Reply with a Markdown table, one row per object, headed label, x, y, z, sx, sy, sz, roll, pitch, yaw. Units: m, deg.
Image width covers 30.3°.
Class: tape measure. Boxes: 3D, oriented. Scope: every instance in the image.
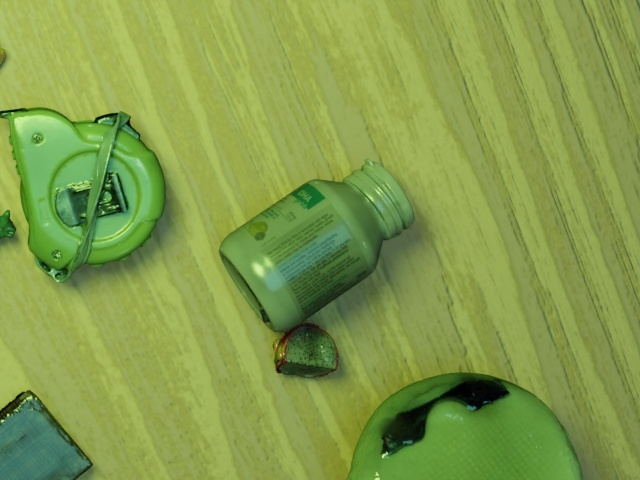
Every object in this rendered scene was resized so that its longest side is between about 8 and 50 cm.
| label | x | y | z | sx | sy | sz | roll | pitch | yaw |
| --- | --- | --- | --- | --- | --- | --- | --- | --- | --- |
| tape measure | -0.263 | -0.057 | 1.334 | 0.175 | 0.106 | 0.200 | -8 | 99 | -12 |

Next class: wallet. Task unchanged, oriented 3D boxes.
| label | x | y | z | sx | sy | sz | roll | pitch | yaw |
| --- | --- | --- | --- | --- | --- | --- | --- | --- | --- |
| wallet | -0.388 | 0.290 | 1.364 | 0.230 | 0.042 | 0.124 | -40 | 101 | -10 |

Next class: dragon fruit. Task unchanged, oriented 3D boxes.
| label | x | y | z | sx | sy | sz | roll | pitch | yaw |
| --- | --- | --- | --- | --- | --- | --- | --- | --- | --- |
| dragon fruit | -0.022 | 0.134 | 1.452 | 0.083 | 0.056 | 0.060 | 8 | 70 | -24 |

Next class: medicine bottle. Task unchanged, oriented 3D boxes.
| label | x | y | z | sx | sy | sz | roll | pitch | yaw |
| --- | --- | --- | --- | --- | --- | --- | --- | --- | --- |
| medicine bottle | 0.000 | 0.000 | 1.402 | 0.215 | 0.135 | 0.135 | -35 | 104 | -11 |

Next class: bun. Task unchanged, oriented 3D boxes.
| label | x | y | z | sx | sy | sz | roll | pitch | yaw |
| --- | --- | --- | --- | --- | --- | --- | --- | --- | --- |
| bun | 0.171 | 0.314 | 1.461 | 0.293 | 0.187 | 0.293 | 3 | 67 | -8 |

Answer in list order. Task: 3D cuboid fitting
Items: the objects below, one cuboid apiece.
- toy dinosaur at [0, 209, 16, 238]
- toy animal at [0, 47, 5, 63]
| label | x | y | z | sx | sy | sz | roll | pitch | yaw |
| --- | --- | --- | --- | --- | --- | --- | --- | --- | --- |
| toy dinosaur | -0.481 | 0.016 | 1.294 | 0.292 | 0.079 | 0.120 | -21 | 95 | -16 |
| toy animal | -0.424 | -0.187 | 1.298 | 0.159 | 0.070 | 0.083 | -30 | 101 | -17 |
